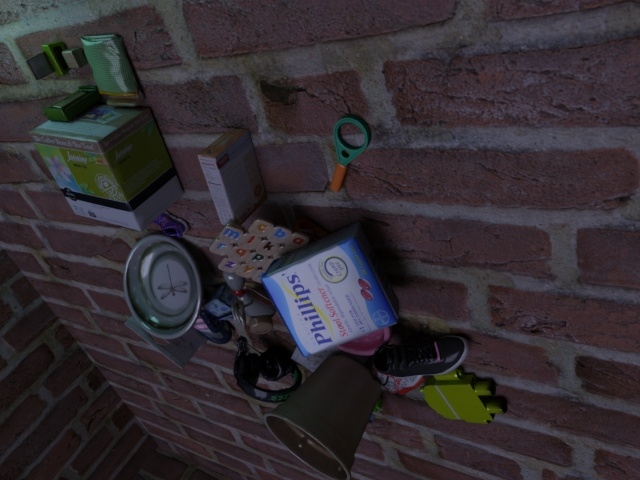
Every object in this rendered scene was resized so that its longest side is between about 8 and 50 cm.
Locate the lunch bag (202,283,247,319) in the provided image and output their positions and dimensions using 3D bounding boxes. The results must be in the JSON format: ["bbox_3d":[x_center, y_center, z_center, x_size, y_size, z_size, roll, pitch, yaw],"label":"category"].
[{"bbox_3d":[-0.352,0.251,2.010,0.151,0.096,0.128,39,140,-25],"label":"lunch bag"}]

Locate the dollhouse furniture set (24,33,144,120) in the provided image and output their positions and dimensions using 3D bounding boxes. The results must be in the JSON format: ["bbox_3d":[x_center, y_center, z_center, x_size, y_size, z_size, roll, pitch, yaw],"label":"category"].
[{"bbox_3d":[-0.685,-0.464,1.513,0.301,0.151,0.198,10,133,30],"label":"dollhouse furniture set"}]

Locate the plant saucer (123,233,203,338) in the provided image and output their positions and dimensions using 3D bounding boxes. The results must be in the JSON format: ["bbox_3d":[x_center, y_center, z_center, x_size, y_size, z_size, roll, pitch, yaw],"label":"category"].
[{"bbox_3d":[-0.582,0.171,2.017,0.400,0.100,0.401,3,97,28],"label":"plant saucer"}]

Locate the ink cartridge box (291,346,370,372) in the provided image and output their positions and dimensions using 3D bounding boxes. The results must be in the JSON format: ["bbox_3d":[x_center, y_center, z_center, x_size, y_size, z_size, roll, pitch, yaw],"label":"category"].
[{"bbox_3d":[0.032,0.418,1.905,0.238,0.060,0.275,33,141,8],"label":"ink cartridge box"}]

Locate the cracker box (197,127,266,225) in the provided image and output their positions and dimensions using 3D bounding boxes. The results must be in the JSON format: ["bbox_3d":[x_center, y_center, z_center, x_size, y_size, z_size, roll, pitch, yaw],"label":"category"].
[{"bbox_3d":[-0.239,-0.173,1.458,0.067,0.156,0.232,13,134,27],"label":"cracker box"}]

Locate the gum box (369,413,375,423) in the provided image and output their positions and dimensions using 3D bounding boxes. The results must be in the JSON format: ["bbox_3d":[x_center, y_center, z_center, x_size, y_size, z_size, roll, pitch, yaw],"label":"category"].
[{"bbox_3d":[0.108,0.627,2.005,0.157,0.041,0.184,36,164,-5],"label":"gum box"}]

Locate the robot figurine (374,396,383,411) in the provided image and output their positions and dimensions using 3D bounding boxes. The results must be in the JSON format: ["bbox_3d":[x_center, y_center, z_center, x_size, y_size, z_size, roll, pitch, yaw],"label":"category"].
[{"bbox_3d":[0.177,0.584,1.949,0.115,0.067,0.101,36,135,2],"label":"robot figurine"}]

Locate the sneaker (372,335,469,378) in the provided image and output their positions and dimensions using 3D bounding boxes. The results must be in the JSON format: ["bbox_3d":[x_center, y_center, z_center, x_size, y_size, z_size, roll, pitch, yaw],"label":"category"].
[{"bbox_3d":[0.282,0.343,1.546,0.295,0.105,0.146,-26,148,36],"label":"sneaker"}]

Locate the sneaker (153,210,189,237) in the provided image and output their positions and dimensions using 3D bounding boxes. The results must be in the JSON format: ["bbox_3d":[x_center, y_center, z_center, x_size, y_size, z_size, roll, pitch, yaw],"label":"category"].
[{"bbox_3d":[-0.550,-0.059,1.868,0.169,0.071,0.068,20,138,21],"label":"sneaker"}]

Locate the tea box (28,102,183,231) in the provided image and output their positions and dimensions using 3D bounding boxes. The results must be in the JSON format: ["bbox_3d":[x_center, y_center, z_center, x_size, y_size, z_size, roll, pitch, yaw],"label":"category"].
[{"bbox_3d":[-0.666,-0.240,1.661,0.328,0.220,0.324,11,133,29],"label":"tea box"}]

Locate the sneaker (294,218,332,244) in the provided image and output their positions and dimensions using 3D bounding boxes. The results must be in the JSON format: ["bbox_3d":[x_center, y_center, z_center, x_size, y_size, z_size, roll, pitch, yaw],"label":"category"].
[{"bbox_3d":[0.000,0.000,1.536,0.175,0.064,0.067,41,161,4],"label":"sneaker"}]

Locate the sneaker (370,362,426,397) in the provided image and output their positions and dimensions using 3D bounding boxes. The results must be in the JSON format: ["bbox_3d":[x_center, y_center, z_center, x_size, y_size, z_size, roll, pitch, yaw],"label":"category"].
[{"bbox_3d":[0.252,0.417,1.713,0.144,0.090,0.270,31,143,4],"label":"sneaker"}]

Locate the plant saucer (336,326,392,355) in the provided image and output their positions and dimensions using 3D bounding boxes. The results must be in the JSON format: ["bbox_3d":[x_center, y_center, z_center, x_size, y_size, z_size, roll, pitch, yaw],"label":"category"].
[{"bbox_3d":[0.079,0.221,1.659,0.331,0.084,0.332,21,139,20],"label":"plant saucer"}]

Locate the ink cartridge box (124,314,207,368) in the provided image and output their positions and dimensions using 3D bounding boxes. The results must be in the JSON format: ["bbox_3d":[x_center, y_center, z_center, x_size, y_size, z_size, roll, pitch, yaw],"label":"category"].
[{"bbox_3d":[-0.603,0.348,2.151,0.296,0.261,0.066,39,141,-1],"label":"ink cartridge box"}]

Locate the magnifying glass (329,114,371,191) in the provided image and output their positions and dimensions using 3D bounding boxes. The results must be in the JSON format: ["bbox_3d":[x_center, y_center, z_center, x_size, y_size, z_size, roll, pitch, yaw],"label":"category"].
[{"bbox_3d":[0.061,-0.209,1.302,0.092,0.026,0.231,29,141,10],"label":"magnifying glass"}]

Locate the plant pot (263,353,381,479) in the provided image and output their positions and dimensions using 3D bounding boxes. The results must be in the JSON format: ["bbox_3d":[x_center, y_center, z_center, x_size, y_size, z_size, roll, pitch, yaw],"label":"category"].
[{"bbox_3d":[0.034,0.558,1.735,0.333,0.305,0.334,27,146,20],"label":"plant pot"}]

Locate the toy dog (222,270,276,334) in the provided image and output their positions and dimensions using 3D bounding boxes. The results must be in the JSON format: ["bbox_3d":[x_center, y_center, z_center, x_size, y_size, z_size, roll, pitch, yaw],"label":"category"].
[{"bbox_3d":[-0.200,0.181,1.762,0.334,0.160,0.220,74,177,-72],"label":"toy dog"}]

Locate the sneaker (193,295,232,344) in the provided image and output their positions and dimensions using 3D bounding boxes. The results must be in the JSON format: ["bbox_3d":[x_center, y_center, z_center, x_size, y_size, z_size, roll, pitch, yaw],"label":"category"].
[{"bbox_3d":[-0.471,0.294,2.118,0.319,0.112,0.131,43,143,-8],"label":"sneaker"}]

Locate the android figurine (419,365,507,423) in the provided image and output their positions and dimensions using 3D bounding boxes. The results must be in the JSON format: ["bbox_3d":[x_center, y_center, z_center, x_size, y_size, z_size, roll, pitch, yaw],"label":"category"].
[{"bbox_3d":[0.444,0.498,1.676,0.272,0.056,0.248,-18,116,45],"label":"android figurine"}]

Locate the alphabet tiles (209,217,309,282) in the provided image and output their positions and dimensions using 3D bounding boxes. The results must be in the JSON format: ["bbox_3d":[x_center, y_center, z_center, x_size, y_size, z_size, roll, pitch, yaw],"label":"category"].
[{"bbox_3d":[-0.170,0.034,1.533,0.284,0.021,0.278,21,138,-24],"label":"alphabet tiles"}]

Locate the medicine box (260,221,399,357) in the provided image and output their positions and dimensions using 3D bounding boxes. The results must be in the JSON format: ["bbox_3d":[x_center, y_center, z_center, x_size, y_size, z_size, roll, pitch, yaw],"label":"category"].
[{"bbox_3d":[0.032,0.136,1.437,0.289,0.149,0.264,-25,101,15],"label":"medicine box"}]

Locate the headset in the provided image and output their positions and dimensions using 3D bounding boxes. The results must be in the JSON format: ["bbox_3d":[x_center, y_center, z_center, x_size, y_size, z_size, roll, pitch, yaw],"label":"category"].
[{"bbox_3d":[-0.239,0.516,2.073,0.394,0.243,0.185,38,123,47],"label":"headset"}]
